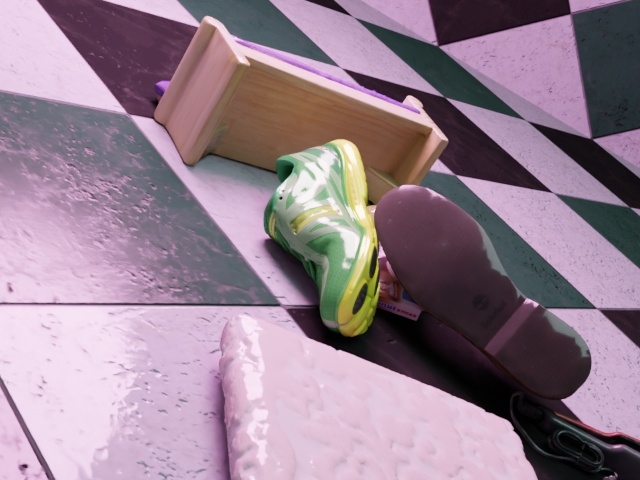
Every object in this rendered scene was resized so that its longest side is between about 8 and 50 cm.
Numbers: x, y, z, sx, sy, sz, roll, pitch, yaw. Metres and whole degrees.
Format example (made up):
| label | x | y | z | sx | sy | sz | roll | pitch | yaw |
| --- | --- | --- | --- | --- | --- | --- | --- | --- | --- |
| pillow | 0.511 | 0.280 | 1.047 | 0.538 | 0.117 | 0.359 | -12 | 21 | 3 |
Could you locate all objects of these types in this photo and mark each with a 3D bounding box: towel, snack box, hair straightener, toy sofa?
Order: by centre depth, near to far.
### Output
| label | x | y | z | sx | sy | sz | roll | pitch | yaw |
| --- | --- | --- | --- | --- | --- | --- | --- | --- | --- |
| towel | 0.066 | 0.218 | 0.780 | 0.317 | 0.053 | 0.332 | 24 | 25 | -22 |
| hair straightener | 0.305 | 0.229 | 1.067 | 0.230 | 0.047 | 0.089 | 30 | 23 | -6 |
| snack box | 0.100 | 0.020 | 1.179 | 0.064 | 0.022 | 0.178 | 20 | 41 | -2 |
| toy sofa | -0.027 | -0.165 | 1.300 | 0.363 | 0.150 | 0.177 | 14 | 30 | -36 |

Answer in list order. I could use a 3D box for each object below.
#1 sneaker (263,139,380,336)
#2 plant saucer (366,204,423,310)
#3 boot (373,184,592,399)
| label | x | y | z | sx | sy | sz | roll | pitch | yaw |
| --- | --- | --- | --- | --- | --- | --- | --- | --- | --- |
| sneaker | 0.000 | 0.000 | 1.097 | 0.124 | 0.109 | 0.295 | -6 | 39 | -2 |
| plant saucer | 0.141 | 0.015 | 1.287 | 0.188 | 0.045 | 0.188 | 5 | 35 | -47 |
| boot | 0.172 | 0.066 | 1.117 | 0.305 | 0.112 | 0.115 | 48 | -5 | 18 |
